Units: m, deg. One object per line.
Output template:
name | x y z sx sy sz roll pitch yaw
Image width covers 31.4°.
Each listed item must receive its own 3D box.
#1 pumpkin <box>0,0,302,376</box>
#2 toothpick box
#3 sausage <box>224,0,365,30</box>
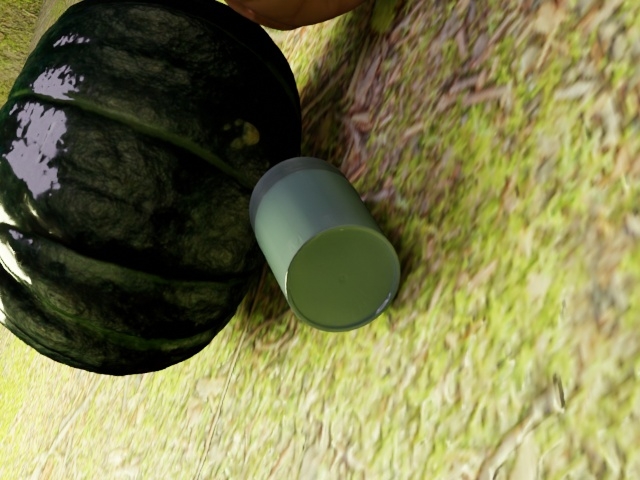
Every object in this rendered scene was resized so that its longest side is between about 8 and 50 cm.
pumpkin | -0.101 -0.034 0.637 0.220 0.162 0.220 -59 12 21
toothpick box | 0.000 0.000 0.505 0.052 0.052 0.083 -63 23 16
sausage | -0.024 -0.220 0.679 0.121 0.121 0.304 -60 24 24
